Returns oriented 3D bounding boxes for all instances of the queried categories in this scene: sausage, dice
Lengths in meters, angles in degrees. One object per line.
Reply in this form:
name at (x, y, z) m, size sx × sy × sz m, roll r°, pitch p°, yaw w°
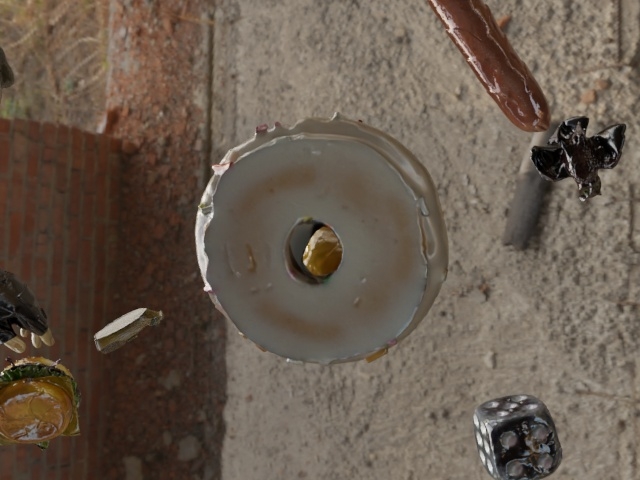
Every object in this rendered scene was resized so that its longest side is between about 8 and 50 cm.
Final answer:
sausage at (0.269, -0.368, 1.296) m, size 0.088 × 0.088 × 0.433 m, roll -33°, pitch 89°, yaw 40°
dice at (0.508, 0.514, 1.935) m, size 0.181 × 0.183 × 0.182 m, roll -134°, pitch 31°, yaw -85°

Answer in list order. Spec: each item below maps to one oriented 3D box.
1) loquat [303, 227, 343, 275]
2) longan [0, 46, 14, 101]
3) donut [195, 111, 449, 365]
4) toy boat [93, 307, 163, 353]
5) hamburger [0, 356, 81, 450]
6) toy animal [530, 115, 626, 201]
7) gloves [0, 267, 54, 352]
loquat at (0.054, 0.070, 1.389) m, size 0.276 × 0.284 × 0.276 m, roll 167°, pitch 90°, yaw -71°
longan at (-0.543, -0.242, 1.094) m, size 0.159 × 0.204 × 0.185 m, roll 37°, pitch 119°, yaw 19°
donut at (0.000, 0.000, 1.107) m, size 0.382 × 0.142 × 0.383 m, roll 1°, pitch 104°, yaw 5°
toy boat at (-0.388, 0.179, 1.508) m, size 0.149 × 0.049 × 0.047 m, roll -29°, pitch 34°, yaw 0°
hamburger at (-0.496, 0.278, 1.289) m, size 0.093 × 0.164 × 0.189 m, roll -117°, pitch 36°, yaw -58°
toy animal at (0.607, -0.190, 1.724) m, size 0.218 × 0.116 × 0.179 m, roll -16°, pitch 105°, yaw 26°
gloves at (-0.625, 0.147, 1.519) m, size 0.124 × 0.203 × 0.164 m, roll -41°, pitch 30°, yaw 28°
